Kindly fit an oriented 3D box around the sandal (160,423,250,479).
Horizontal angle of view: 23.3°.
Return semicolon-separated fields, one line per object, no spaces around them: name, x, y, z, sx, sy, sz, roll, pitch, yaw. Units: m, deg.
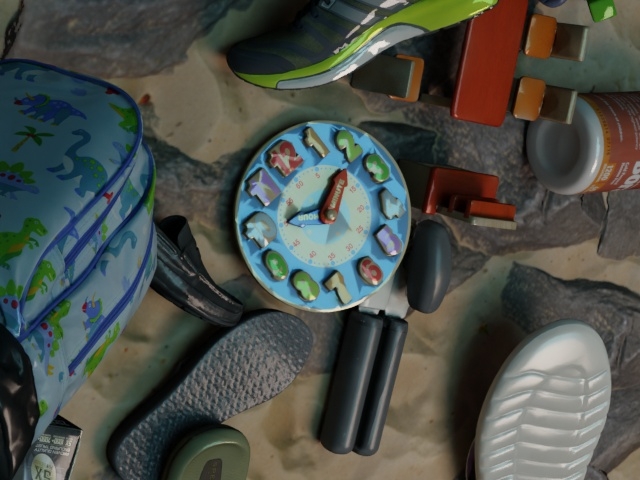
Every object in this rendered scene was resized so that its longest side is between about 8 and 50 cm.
sandal;-0.124;0.337;1.638;0.120;0.086;0.303;-13;124;-34

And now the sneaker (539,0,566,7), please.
sneaker;0.256;-0.324;1.757;0.059;0.053;0.144;23;46;-55

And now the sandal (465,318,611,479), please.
sandal;0.248;0.270;1.920;0.169;0.102;0.416;-5;118;-21

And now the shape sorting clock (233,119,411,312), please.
shape sorting clock;0.005;-0.026;1.658;0.206;0.040;0.206;1;88;-21

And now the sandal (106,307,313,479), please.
sandal;-0.123;0.155;1.639;0.254;0.054;0.097;-36;115;-13

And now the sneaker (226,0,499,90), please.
sneaker;0.037;-0.251;1.560;0.300;0.111;0.121;-25;116;5

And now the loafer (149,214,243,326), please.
loafer;-0.153;0.013;1.556;0.223;0.076;0.078;38;86;-33

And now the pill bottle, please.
pill bottle;0.365;-0.121;1.884;0.216;0.121;0.121;-6;105;-35

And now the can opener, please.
can opener;0.077;0.111;1.743;0.076;0.095;0.283;10;95;-38

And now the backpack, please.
backpack;-0.278;0.007;1.311;0.355;0.290;0.273;-34;135;-57

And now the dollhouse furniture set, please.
dollhouse furniture set;0.176;-0.152;1.724;0.262;0.135;0.259;5;98;-38

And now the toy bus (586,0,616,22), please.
toy bus;0.326;-0.361;1.748;0.104;0.202;0.191;-18;106;11

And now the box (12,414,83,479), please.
box;-0.334;0.175;1.416;0.180;0.147;0.077;16;91;-39
